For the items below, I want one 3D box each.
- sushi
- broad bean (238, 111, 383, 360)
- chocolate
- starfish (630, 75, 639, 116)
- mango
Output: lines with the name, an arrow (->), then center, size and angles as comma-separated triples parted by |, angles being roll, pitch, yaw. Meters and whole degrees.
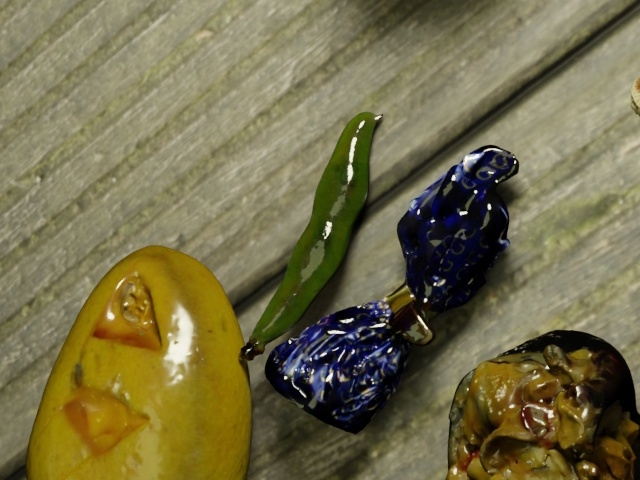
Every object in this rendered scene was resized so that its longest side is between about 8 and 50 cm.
sushi -> 0.216, 0.193, 1.734 | 0.213, 0.204, 0.200 | -26, 81, 29
broad bean -> 0.001, 0.000, 1.918 | 0.060, 0.043, 0.297 | 23, 83, 15
chocolate -> 0.095, 0.052, 1.860 | 0.343, 0.126, 0.148 | -49, 31, 9
starfish -> 0.423, -0.078, 1.615 | 0.312, 0.303, 0.113 | 27, 60, 12
mango -> -0.188, 0.186, 1.965 | 0.253, 0.182, 0.364 | 3, 79, 29
